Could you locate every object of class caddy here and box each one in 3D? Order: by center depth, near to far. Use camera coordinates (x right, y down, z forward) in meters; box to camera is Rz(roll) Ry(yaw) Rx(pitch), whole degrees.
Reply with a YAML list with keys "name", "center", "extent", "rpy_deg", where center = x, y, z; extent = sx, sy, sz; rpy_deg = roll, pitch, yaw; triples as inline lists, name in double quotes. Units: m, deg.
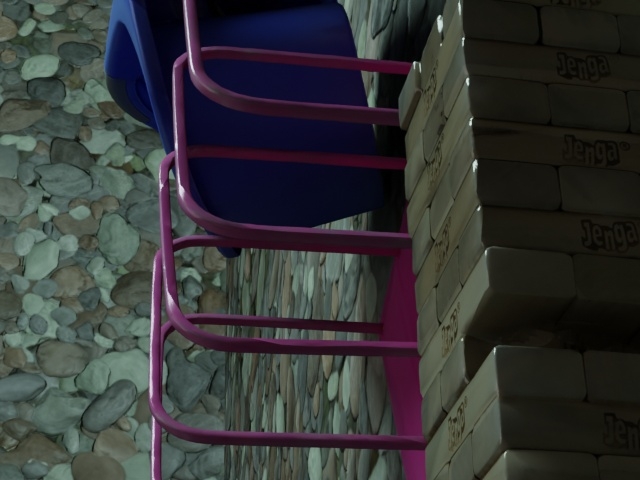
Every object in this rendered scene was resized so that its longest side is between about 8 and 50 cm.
- name: "caddy"
  center: [-0.064, -0.124, 0.921]
  extent: [0.341, 0.179, 0.241]
  rpy_deg: [69, -171, -74]

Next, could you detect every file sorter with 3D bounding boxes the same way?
- name: "file sorter"
  center: [0.000, 0.000, 0.717]
  extent: [0.202, 0.182, 0.290]
  rpy_deg: [-99, 16, -54]

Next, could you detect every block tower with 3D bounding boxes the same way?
- name: "block tower"
  center: [0.087, 0.056, 0.429]
  extent: [0.091, 0.097, 0.335]
  rpy_deg: [110, 163, -59]
